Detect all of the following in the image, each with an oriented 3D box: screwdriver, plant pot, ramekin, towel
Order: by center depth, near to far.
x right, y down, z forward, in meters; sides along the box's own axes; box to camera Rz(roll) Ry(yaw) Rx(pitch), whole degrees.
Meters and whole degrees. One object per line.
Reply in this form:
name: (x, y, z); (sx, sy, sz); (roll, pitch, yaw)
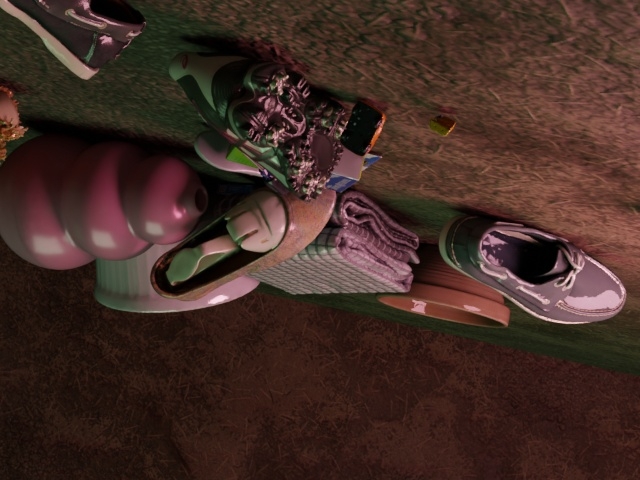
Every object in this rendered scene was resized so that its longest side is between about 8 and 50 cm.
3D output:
screwdriver: (-0.077, -0.093, 1.429); (0.025, 0.024, 0.170); (44, -179, 32)
towel: (0.000, 0.000, 1.813); (0.235, 0.121, 0.284); (-2, 165, 29)
ramekin: (-0.241, 0.012, 1.939); (0.277, 0.135, 0.277); (-5, -165, 1)
plant pot: (0.221, 0.075, 2.052); (0.237, 0.109, 0.237); (13, 173, 2)

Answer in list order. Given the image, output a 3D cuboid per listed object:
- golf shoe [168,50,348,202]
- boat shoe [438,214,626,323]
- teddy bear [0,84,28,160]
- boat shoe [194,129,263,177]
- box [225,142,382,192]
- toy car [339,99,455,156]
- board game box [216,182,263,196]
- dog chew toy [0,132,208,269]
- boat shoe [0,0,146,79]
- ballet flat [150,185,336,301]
golf shoe: (-0.054, -0.129, 1.233); (0.120, 0.105, 0.273); (26, 172, 25)
boat shoe: (0.324, 0.047, 1.696); (0.319, 0.116, 0.099); (22, 173, -21)
teddy bear: (-0.539, -0.169, 1.598); (0.338, 0.113, 0.245); (7, 168, 33)
boat shoe: (-0.111, -0.109, 1.546); (0.142, 0.049, 0.040); (16, 172, -36)
box: (-0.023, -0.103, 1.473); (0.178, 0.042, 0.109); (15, 172, -10)
toy car: (0.082, -0.111, 1.223); (0.122, 0.060, 0.040); (17, -154, 23)
board game box: (-0.104, -0.070, 1.889); (0.090, 0.020, 0.090); (6, 170, 38)
dog chew toy: (-0.317, -0.059, 1.734); (0.332, 0.206, 0.206); (0, 167, 25)
boat shoe: (-0.227, -0.220, 0.968); (0.079, 0.084, 0.233); (-28, 152, 11)
ballet flat: (-0.117, 0.003, 1.651); (0.316, 0.107, 0.106); (-35, 164, 26)
